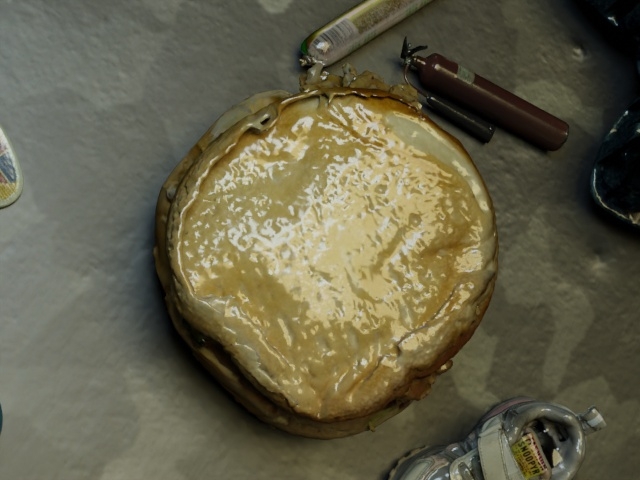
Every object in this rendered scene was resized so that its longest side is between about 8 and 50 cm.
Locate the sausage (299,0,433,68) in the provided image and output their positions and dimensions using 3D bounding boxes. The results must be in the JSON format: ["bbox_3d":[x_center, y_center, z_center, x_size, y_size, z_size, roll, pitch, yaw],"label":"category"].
[{"bbox_3d":[0.077,-0.209,1.132,0.269,0.033,0.033,-37,93,-30],"label":"sausage"}]

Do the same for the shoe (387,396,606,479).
[{"bbox_3d":[0.137,0.176,1.012,0.180,0.092,0.089,-26,88,-30],"label":"shoe"}]

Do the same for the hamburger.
[{"bbox_3d":[0.000,0.000,0.971,0.243,0.146,0.286,2,81,-19],"label":"hamburger"}]

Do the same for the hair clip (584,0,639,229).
[{"bbox_3d":[0.333,-0.162,1.162,0.206,0.194,0.310,-1,77,-20],"label":"hair clip"}]

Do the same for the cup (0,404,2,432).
[{"bbox_3d":[-0.279,0.088,0.826,0.176,0.131,0.155,2,68,-56],"label":"cup"}]

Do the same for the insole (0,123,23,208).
[{"bbox_3d":[-0.277,-0.102,0.940,0.065,0.006,0.193,-37,93,-30],"label":"insole"}]

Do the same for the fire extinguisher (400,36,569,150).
[{"bbox_3d":[0.131,-0.116,1.134,0.173,0.035,0.049,26,104,-18],"label":"fire extinguisher"}]
